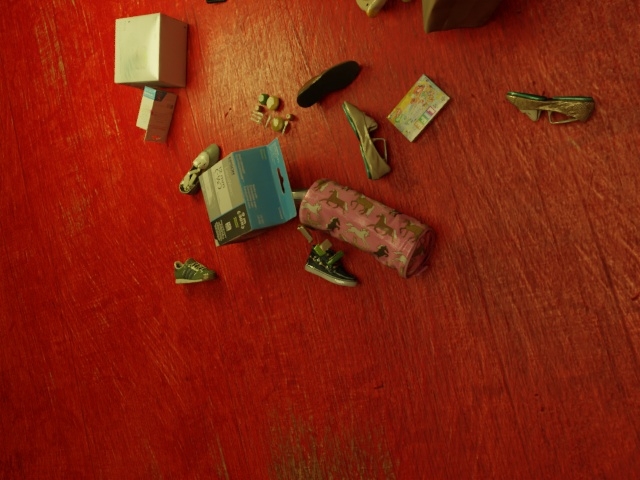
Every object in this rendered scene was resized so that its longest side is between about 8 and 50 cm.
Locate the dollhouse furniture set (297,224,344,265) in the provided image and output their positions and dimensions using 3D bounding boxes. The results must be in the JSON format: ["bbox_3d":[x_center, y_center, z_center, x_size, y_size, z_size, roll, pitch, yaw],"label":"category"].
[{"bbox_3d":[0.000,0.000,1.586,0.058,0.076,0.151,-40,91,2],"label":"dollhouse furniture set"}]

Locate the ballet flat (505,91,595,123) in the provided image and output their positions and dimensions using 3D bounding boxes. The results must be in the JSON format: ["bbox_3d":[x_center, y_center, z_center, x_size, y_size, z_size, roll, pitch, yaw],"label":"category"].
[{"bbox_3d":[0.545,-0.318,1.309,0.206,0.073,0.067,16,116,32],"label":"ballet flat"}]

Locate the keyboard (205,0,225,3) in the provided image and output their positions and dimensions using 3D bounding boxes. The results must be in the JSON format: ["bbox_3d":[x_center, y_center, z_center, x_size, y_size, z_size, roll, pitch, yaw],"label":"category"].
[{"bbox_3d":[-0.361,-0.894,1.830,0.100,0.038,0.192,0,92,7],"label":"keyboard"}]

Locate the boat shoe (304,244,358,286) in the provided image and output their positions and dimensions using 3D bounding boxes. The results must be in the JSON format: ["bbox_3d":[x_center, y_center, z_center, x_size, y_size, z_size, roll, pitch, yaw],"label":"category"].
[{"bbox_3d":[0.037,0.075,1.634,0.183,0.065,0.083,20,101,27],"label":"boat shoe"}]

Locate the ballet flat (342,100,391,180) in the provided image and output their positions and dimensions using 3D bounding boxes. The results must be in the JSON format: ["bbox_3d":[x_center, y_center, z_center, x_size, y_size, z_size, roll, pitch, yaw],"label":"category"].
[{"bbox_3d":[0.138,-0.293,1.552,0.086,0.086,0.248,-22,83,30],"label":"ballet flat"}]

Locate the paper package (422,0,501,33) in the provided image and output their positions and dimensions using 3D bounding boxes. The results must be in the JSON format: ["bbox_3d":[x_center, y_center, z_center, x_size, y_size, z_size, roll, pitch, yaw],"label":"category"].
[{"bbox_3d":[0.326,-0.691,1.265,0.168,0.309,0.324,-4,93,4],"label":"paper package"}]

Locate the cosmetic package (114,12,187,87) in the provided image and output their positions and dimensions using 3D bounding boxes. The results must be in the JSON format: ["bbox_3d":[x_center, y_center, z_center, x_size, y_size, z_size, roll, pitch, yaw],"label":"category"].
[{"bbox_3d":[-0.599,-0.661,1.919,0.225,0.138,0.224,6,97,29],"label":"cosmetic package"}]

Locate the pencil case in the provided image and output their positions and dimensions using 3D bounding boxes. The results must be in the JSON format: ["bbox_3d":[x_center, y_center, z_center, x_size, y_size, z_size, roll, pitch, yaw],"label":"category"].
[{"bbox_3d":[0.129,-0.036,1.520,0.386,0.167,0.160,27,88,27],"label":"pencil case"}]

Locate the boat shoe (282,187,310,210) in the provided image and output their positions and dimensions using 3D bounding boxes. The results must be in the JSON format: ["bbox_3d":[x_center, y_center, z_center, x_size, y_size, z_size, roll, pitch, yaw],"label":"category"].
[{"bbox_3d":[-0.093,-0.121,1.699,0.226,0.083,0.075,5,106,42],"label":"boat shoe"}]

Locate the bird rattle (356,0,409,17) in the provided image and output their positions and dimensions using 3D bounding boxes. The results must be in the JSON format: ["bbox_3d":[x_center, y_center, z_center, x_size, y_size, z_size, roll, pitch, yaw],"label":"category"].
[{"bbox_3d":[0.148,-0.735,1.477,0.253,0.143,0.207,62,140,24],"label":"bird rattle"}]

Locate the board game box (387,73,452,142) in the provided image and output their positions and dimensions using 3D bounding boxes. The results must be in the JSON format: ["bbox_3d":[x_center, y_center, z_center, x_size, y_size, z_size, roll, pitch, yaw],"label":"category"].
[{"bbox_3d":[0.270,-0.361,1.490,0.103,0.026,0.154,49,115,18],"label":"board game box"}]

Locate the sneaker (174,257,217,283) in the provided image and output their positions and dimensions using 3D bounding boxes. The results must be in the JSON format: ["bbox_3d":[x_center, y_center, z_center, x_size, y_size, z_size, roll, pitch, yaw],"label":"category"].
[{"bbox_3d":[-0.450,0.103,1.922,0.192,0.064,0.086,-8,94,34],"label":"sneaker"}]

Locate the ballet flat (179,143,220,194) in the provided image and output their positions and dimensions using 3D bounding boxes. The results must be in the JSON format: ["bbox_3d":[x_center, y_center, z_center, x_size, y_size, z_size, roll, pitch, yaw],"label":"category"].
[{"bbox_3d":[-0.421,-0.243,1.881,0.072,0.068,0.213,45,113,20],"label":"ballet flat"}]

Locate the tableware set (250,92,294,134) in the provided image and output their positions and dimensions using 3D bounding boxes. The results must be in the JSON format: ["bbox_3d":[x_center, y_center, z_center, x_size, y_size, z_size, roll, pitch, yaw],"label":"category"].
[{"bbox_3d":[-0.150,-0.408,1.739,0.154,0.024,0.104,29,104,27],"label":"tableware set"}]

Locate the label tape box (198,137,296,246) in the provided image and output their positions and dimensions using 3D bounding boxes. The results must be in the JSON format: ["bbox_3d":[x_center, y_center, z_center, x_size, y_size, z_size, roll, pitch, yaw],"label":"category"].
[{"bbox_3d":[-0.234,-0.142,1.692,0.348,0.115,0.249,-21,82,52],"label":"label tape box"}]

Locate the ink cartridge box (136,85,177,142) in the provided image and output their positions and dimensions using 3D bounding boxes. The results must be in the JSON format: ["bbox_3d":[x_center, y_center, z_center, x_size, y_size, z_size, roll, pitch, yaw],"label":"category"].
[{"bbox_3d":[-0.590,-0.447,1.945,0.061,0.104,0.181,25,105,27],"label":"ink cartridge box"}]

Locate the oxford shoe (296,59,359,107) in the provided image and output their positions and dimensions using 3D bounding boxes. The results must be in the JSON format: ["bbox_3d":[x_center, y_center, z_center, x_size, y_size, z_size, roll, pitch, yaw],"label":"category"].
[{"bbox_3d":[0.017,-0.479,1.611,0.212,0.076,0.076,-24,42,20],"label":"oxford shoe"}]
